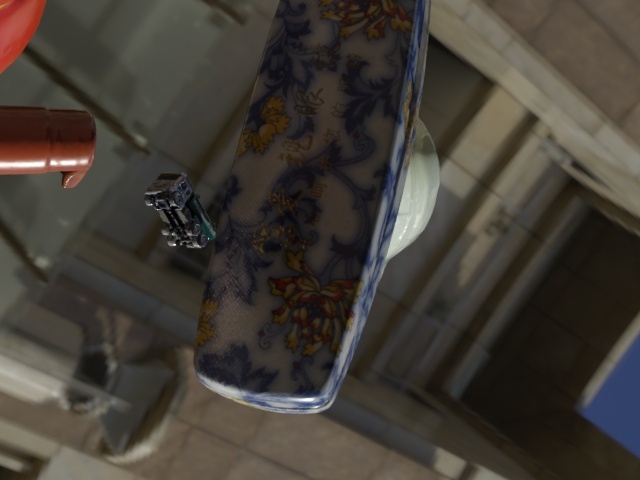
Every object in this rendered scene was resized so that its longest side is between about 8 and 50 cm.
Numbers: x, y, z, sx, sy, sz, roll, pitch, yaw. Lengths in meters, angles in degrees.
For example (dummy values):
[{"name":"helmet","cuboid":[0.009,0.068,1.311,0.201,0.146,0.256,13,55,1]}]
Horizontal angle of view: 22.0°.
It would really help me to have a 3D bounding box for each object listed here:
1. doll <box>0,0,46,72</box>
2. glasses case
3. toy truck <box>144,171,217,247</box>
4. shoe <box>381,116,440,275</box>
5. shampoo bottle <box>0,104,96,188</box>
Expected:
[{"name":"doll","cuboid":[-0.142,-0.153,0.484,0.183,0.363,0.160,11,-128,6]},{"name":"glasses case","cuboid":[-0.001,-0.033,0.858,0.087,0.065,0.248,10,-105,10]},{"name":"toy truck","cuboid":[-0.129,-0.028,1.537,0.039,0.083,0.044,1,-136,33]},{"name":"shoe","cuboid":[0.000,0.000,1.776,0.131,0.160,0.363,58,-35,26]},{"name":"shampoo bottle","cuboid":[-0.240,-0.051,0.860,0.085,0.244,0.085,180,-90,-72]}]
